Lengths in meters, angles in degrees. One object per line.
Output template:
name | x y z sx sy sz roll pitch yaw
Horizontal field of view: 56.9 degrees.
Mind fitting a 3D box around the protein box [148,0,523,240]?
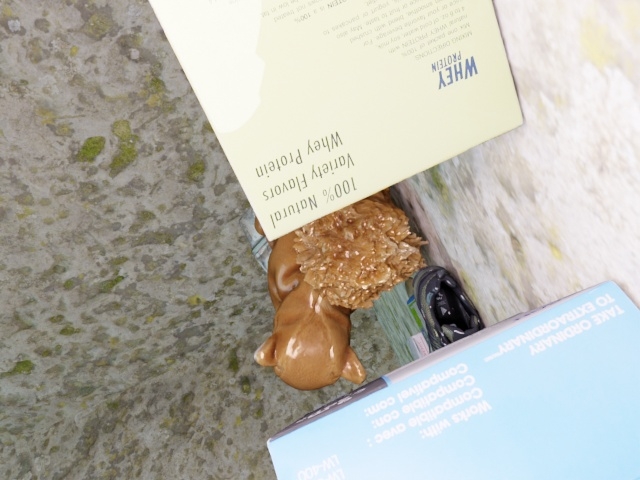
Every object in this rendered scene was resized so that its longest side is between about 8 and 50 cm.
protein box | 0.004 -0.146 0.428 0.136 0.199 0.201 -116 1 -67

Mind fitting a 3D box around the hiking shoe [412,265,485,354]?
hiking shoe | 0.192 0.147 0.837 0.114 0.086 0.227 18 -132 -87

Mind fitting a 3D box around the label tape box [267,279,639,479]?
label tape box | 0.102 0.131 0.420 0.348 0.249 0.115 69 176 -75

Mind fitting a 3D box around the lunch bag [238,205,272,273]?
lunch bag | 0.000 0.000 1.405 0.305 0.212 0.256 -9 -112 -47

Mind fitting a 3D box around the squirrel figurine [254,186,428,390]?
squirrel figurine | 0.006 0.054 1.017 0.397 0.281 0.371 118 167 -56

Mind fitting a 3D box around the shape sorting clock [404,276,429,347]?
shape sorting clock | 0.217 0.160 1.114 0.206 0.040 0.206 156 90 -85

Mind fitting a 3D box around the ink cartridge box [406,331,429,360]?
ink cartridge box | 0.247 0.258 1.338 0.180 0.060 0.104 69 177 -77
